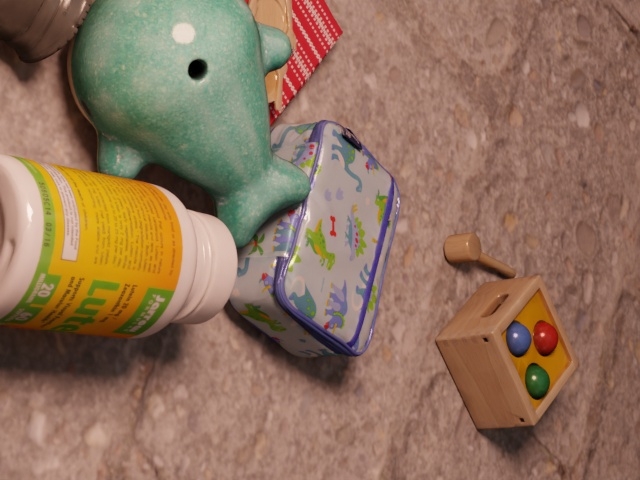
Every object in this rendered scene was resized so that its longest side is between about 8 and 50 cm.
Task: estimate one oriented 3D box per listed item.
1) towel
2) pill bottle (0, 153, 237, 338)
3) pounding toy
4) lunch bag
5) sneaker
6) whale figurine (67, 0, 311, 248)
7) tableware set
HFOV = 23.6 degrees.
[{"bbox_3d":[-0.090,-0.209,1.531,0.199,0.031,0.275,57,45,-24],"label":"towel"},{"bbox_3d":[-0.191,0.011,1.290,0.245,0.136,0.136,10,75,-47],"label":"pill bottle"},{"bbox_3d":[0.219,0.081,1.771,0.181,0.094,0.206,-43,115,-44],"label":"pounding toy"},{"bbox_3d":[0.000,0.000,1.543,0.176,0.090,0.219,44,53,-45],"label":"lunch bag"},{"bbox_3d":[-0.238,-0.303,1.317,0.130,0.109,0.286,27,68,-35],"label":"sneaker"},{"bbox_3d":[-0.104,-0.117,1.376,0.216,0.141,0.272,-37,111,-13],"label":"whale figurine"},{"bbox_3d":[-0.081,-0.209,1.503,0.168,0.020,0.141,26,62,-42],"label":"tableware set"}]
